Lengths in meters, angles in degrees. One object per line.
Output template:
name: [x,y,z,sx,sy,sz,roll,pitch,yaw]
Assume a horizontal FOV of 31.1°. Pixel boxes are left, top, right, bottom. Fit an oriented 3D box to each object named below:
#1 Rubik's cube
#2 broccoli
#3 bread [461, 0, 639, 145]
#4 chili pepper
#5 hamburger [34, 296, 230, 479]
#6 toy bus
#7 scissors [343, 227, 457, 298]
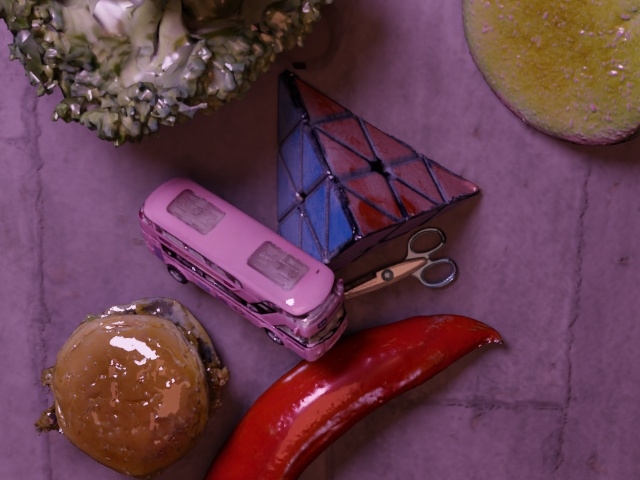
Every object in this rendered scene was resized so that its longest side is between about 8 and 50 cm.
Rubik's cube: [0.000,0.000,1.009,0.211,0.190,0.178,31,119,-5]
broccoli: [-0.095,-0.248,0.873,0.249,0.302,0.375,7,103,-44]
bread: [0.216,-0.182,0.954,0.228,0.033,0.228,17,123,28]
chili pepper: [-0.002,0.184,1.078,0.368,0.092,0.137,-43,113,11]
hamburger: [-0.176,0.136,1.035,0.185,0.131,0.159,-24,101,8]
toy bus: [-0.069,0.021,0.988,0.203,0.090,0.063,32,64,22]
scissors: [0.067,0.030,1.075,0.119,0.014,0.058,-21,100,0]
